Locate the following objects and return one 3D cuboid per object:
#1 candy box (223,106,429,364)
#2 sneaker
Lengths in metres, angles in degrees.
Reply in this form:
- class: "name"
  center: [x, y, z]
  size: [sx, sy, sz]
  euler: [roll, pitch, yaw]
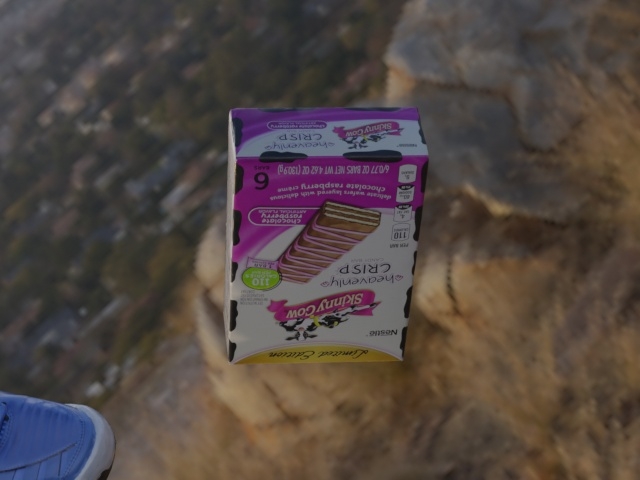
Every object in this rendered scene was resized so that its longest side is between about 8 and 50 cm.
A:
- class: "candy box"
  center: [0.000, 0.000, 1.446]
  size: [0.159, 0.233, 0.071]
  euler: [-1, 42, -6]
- class: "sneaker"
  center: [-0.208, 0.107, 0.864]
  size: [0.211, 0.081, 0.080]
  euler: [-3, 59, 12]
